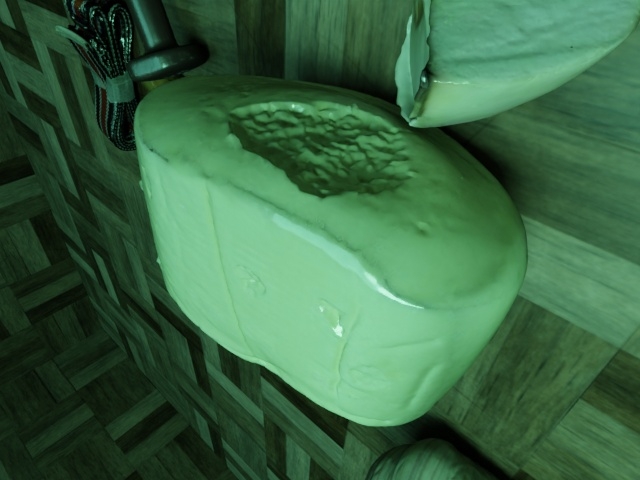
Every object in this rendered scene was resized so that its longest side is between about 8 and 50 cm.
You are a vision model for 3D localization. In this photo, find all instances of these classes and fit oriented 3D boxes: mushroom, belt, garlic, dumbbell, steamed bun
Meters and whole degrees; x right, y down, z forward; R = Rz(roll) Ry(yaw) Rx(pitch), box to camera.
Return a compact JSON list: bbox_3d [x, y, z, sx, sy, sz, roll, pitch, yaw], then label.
[{"bbox_3d":[0.158,-0.200,0.378,0.162,0.174,0.236,79,-168,-77],"label":"mushroom"},{"bbox_3d":[-0.467,-0.358,0.947,0.094,0.126,0.359,33,144,14],"label":"belt"},{"bbox_3d":[0.203,0.515,0.744,0.318,0.260,0.317,27,131,36],"label":"garlic"},{"bbox_3d":[-0.289,-0.388,0.702,0.141,0.124,0.225,-7,115,22],"label":"dumbbell"},{"bbox_3d":[0.000,0.000,0.555,0.456,0.290,0.371,30,140,18],"label":"steamed bun"}]

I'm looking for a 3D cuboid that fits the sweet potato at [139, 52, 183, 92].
[{"bbox_3d":[-0.263,-0.265,0.825,0.273,0.075,0.075,45,142,11],"label":"sweet potato"}]
